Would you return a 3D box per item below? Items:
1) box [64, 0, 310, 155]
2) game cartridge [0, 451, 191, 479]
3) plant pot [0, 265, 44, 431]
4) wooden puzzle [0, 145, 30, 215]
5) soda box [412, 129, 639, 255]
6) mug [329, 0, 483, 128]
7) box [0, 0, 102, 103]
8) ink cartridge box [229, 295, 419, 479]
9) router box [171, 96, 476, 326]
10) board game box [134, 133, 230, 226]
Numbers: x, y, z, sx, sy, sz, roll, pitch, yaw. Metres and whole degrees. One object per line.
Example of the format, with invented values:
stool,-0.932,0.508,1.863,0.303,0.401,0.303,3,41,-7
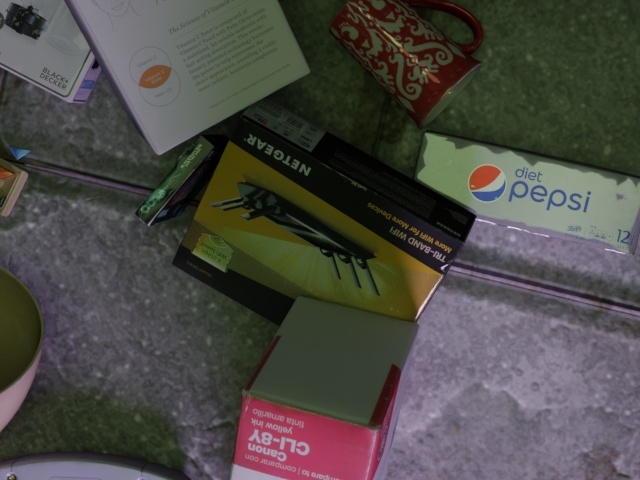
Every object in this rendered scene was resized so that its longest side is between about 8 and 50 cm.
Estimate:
box,-0.194,-0.311,1.664,0.215,0.168,0.345,-29,112,-8
game cartridge,-0.317,0.381,1.860,0.297,0.062,0.198,2,90,5
plant pot,-0.495,0.176,1.775,0.284,0.284,0.191,15,130,4
wooden puzzle,-0.432,-0.075,1.855,0.079,0.014,0.116,21,95,3
soda box,0.258,-0.062,1.753,0.286,0.091,0.098,12,97,5
mug,0.111,-0.244,1.762,0.169,0.150,0.113,43,133,5
box,-0.315,-0.338,1.788,0.169,0.087,0.290,26,96,3
ink cartridge box,-0.013,0.302,1.662,0.160,0.279,0.384,13,113,7
router box,0.000,0.000,1.739,0.309,0.081,0.243,29,123,3
board game box,-0.165,-0.077,1.743,0.026,0.186,0.126,41,96,1
